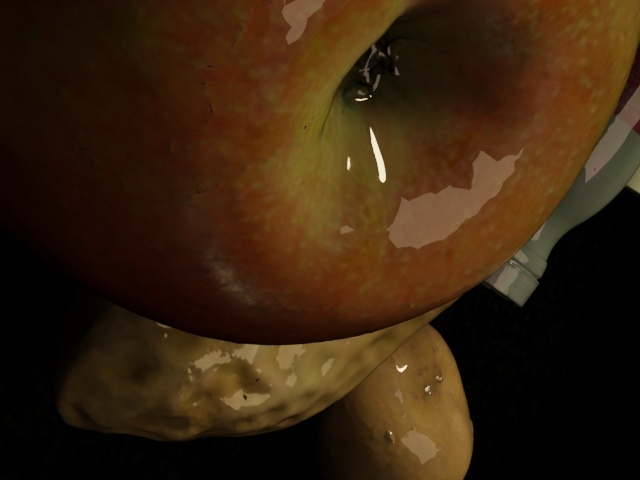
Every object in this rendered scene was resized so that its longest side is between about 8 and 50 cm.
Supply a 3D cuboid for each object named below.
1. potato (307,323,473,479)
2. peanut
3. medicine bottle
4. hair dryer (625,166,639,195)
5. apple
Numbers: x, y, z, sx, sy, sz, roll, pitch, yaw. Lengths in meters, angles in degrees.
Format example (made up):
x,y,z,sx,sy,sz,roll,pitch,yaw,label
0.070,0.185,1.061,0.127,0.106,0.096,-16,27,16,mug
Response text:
x,y,z,sx,sy,sz,roll,pitch,yaw,label
0.042,0.112,0.954,0.112,0.112,0.147,-33,128,-25,potato
0.000,0.000,0.808,0.325,0.140,0.153,-35,166,-24,peanut
0.158,-0.065,0.962,0.216,0.090,0.090,-56,140,1,medicine bottle
0.203,-0.074,1.049,0.124,0.038,0.063,24,97,-44,hair dryer
-0.023,-0.117,0.608,0.319,0.277,0.319,-24,130,-31,apple
